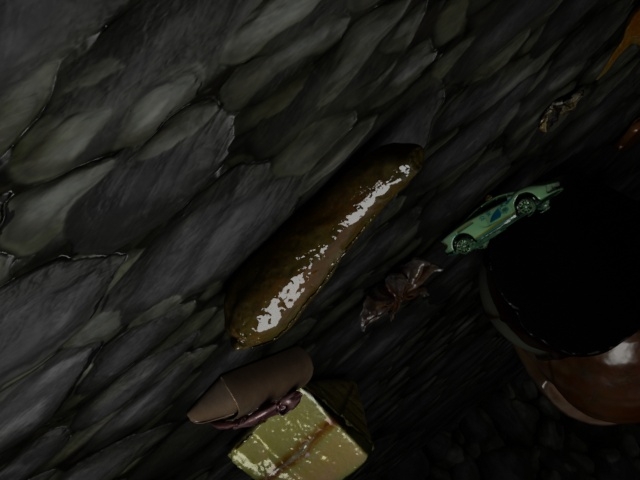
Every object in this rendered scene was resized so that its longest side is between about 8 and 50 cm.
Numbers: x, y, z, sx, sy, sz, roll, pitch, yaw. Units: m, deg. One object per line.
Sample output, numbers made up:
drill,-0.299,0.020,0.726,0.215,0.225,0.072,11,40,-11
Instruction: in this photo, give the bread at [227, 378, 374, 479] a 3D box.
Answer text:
bread,-0.039,0.273,2.088,0.167,0.163,0.264,-44,-164,9

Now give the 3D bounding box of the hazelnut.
hazelnut,0.495,0.129,2.319,0.359,0.359,0.409,-54,-161,42

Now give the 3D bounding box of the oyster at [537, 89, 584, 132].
oyster,0.301,-0.160,1.704,0.083,0.019,0.054,-31,163,-32

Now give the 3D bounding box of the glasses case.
glasses case,-0.085,0.207,1.712,0.102,0.070,0.193,-47,164,27

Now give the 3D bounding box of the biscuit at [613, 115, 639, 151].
biscuit,0.524,-0.190,2.188,0.130,0.019,0.102,-41,166,1

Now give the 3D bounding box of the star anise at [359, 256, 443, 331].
star anise,0.104,0.066,1.829,0.141,0.042,0.141,-34,163,-12

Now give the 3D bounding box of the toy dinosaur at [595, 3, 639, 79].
toy dinosaur,0.369,-0.250,1.595,0.162,0.039,0.126,-41,157,22

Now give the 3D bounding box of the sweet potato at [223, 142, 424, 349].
sweet potato,0.000,0.000,1.318,0.273,0.075,0.075,-47,165,13

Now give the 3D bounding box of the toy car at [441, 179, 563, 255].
toy car,0.248,-0.038,1.859,0.186,0.058,0.093,-34,170,24

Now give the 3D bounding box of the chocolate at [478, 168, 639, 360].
chocolate,0.364,0.046,2.070,0.283,0.283,0.186,-38,-179,-10
